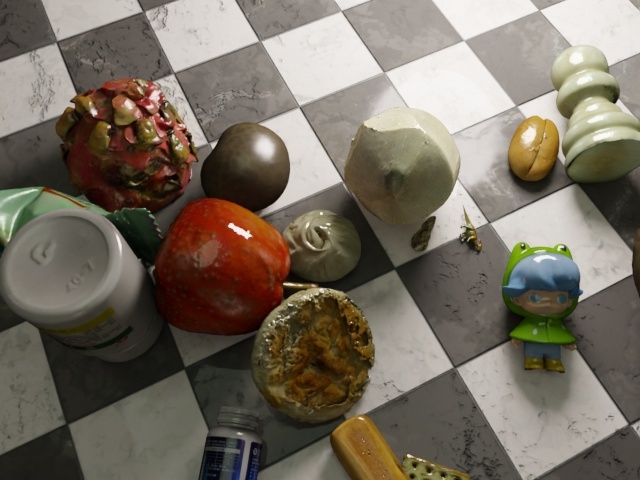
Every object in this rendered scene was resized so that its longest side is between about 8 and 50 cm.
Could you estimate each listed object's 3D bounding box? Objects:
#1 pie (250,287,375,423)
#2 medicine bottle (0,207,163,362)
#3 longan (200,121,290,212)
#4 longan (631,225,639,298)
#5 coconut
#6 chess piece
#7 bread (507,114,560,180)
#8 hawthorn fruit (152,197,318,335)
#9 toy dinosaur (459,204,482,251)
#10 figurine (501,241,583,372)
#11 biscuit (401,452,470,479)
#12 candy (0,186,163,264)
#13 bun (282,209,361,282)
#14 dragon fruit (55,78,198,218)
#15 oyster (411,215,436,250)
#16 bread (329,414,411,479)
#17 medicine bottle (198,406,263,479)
[{"bbox_3d":[-0.007,0.224,1.117,0.274,0.055,0.275,-1,93,-30],"label":"pie"},{"bbox_3d":[-0.423,0.105,1.091,0.208,0.340,0.208,0,64,0],"label":"medicine bottle"},{"bbox_3d":[-0.164,-0.159,1.303,0.197,0.198,0.213,16,61,8],"label":"longan"},{"bbox_3d":[0.804,0.045,1.091,0.390,0.391,0.392,0,65,0],"label":"longan"},{"bbox_3d":[0.171,-0.161,1.250,0.244,0.245,0.247,23,26,11],"label":"coconut"},{"bbox_3d":[0.639,-0.318,1.378,0.182,0.182,0.331,-3,63,-1],"label":"chess piece"},{"bbox_3d":[0.515,-0.229,1.391,0.114,0.077,0.189,17,68,13],"label":"bread"},{"bbox_3d":[-0.163,0.061,1.150,0.330,0.287,0.287,14,64,-11],"label":"hawthorn fruit"},{"bbox_3d":[0.333,-0.025,1.319,0.041,0.026,0.113,-18,75,-15],"label":"toy dinosaur"},{"bbox_3d":[0.453,0.134,1.191,0.162,0.143,0.264,1,81,10],"label":"figurine"},{"bbox_3d":[0.191,0.528,1.065,0.138,0.016,0.232,16,65,9],"label":"biscuit"},{"bbox_3d":[-0.513,-0.013,1.193,0.397,0.263,0.172,7,74,4],"label":"candy"},{"bbox_3d":[0.000,0.000,1.270,0.183,0.102,0.184,0,62,-1],"label":"bun"},{"bbox_3d":[-0.455,-0.235,1.296,0.314,0.263,0.296,38,71,17],"label":"dragon fruit"},{"bbox_3d":[0.239,-0.012,1.294,0.038,0.081,0.083,40,104,-6],"label":"oyster"},{"bbox_3d":[0.110,0.441,1.066,0.092,0.074,0.239,-26,61,-20],"label":"bread"},{"bbox_3d":[-0.166,0.412,1.071,0.106,0.107,0.192,6,64,3],"label":"medicine bottle"}]
